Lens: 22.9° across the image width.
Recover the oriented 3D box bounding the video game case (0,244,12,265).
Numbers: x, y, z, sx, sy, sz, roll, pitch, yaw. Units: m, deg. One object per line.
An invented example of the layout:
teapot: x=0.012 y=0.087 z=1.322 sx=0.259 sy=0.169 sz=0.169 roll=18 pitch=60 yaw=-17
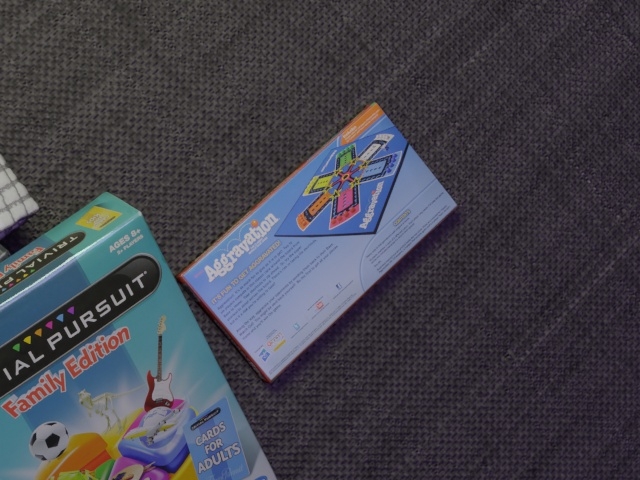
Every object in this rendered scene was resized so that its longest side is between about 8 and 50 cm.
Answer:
video game case: x=-0.354 y=0.155 z=1.434 sx=0.274 sy=0.026 sz=0.196 roll=-40 pitch=134 yaw=-18

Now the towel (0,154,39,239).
towel: x=-0.433 y=-0.038 z=1.418 sx=0.283 sy=0.121 sz=0.235 roll=-37 pitch=100 yaw=-29

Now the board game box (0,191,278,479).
board game box: x=-0.212 y=0.166 z=1.444 sx=0.254 sy=0.079 sz=0.336 roll=-36 pitch=122 yaw=-19

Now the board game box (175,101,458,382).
board game box: x=0.000 y=0.000 z=1.629 sx=0.281 sy=0.027 sz=0.145 roll=-42 pitch=101 yaw=-18
